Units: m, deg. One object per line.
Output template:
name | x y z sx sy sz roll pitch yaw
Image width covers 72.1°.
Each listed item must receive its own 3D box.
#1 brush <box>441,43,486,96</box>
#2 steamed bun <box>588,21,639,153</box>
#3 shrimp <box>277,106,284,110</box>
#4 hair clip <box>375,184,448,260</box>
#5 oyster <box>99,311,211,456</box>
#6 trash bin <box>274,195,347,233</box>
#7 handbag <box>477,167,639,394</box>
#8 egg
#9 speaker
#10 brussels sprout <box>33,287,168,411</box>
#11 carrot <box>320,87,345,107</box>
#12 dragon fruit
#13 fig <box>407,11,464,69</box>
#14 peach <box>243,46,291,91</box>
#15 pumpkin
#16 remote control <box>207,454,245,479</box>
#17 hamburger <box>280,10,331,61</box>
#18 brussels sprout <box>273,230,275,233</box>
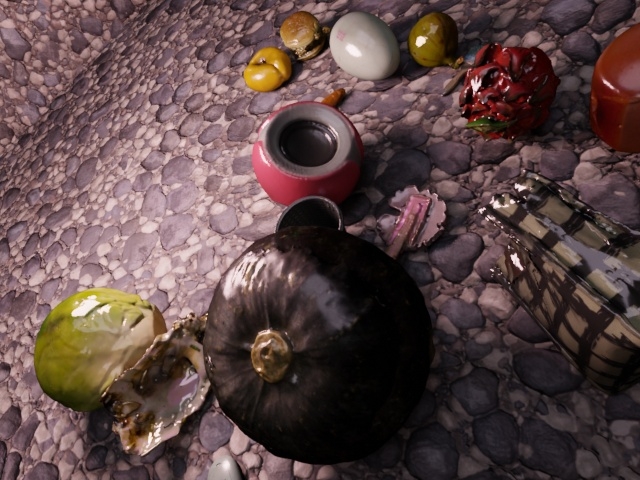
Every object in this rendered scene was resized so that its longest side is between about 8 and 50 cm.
brush | 0.410 -0.485 1.261 0.196 0.021 0.070 -48 52 -6
steamed bun | 0.756 -0.328 0.868 0.380 0.235 0.248 6 68 29
shrimp | -0.115 -0.351 1.375 0.059 0.145 0.254 3 51 -24
hair clip | 0.190 -0.003 1.057 0.173 0.069 0.300 19 62 32
oyster | -0.364 0.339 1.080 0.354 0.201 0.107 -48 8 -20
trash bin | 0.000 0.000 1.092 0.176 0.161 0.175 -10 62 20
handbag | 0.431 0.072 0.739 0.163 0.325 0.327 -36 53 0
egg | 0.139 -0.594 1.356 0.183 0.183 0.264 -41 61 -1
speaker | -0.030 -0.224 1.169 0.295 0.294 0.294 -12 58 20
brussels sprout | -0.569 0.278 1.161 0.345 0.268 0.343 -2 75 6
carrot | 0.006 -0.414 1.398 0.209 0.061 0.061 -46 53 -10
dragon fruit | 0.449 -0.379 1.053 0.234 0.234 0.292 6 69 28
fig | 0.350 -0.570 1.280 0.186 0.148 0.142 46 71 3
peach | -0.187 -0.607 1.570 0.179 0.103 0.179 -10 61 18
pumpkin | -0.007 0.193 0.860 0.455 0.344 0.453 0 90 24
remote control | -0.185 0.583 0.918 0.097 0.045 0.256 -33 56 10
hamburger | -0.049 -0.728 1.556 0.185 0.131 0.159 -6 63 18
brussels sprout | -0.088 -0.002 1.205 0.085 0.058 0.085 -15 24 7
